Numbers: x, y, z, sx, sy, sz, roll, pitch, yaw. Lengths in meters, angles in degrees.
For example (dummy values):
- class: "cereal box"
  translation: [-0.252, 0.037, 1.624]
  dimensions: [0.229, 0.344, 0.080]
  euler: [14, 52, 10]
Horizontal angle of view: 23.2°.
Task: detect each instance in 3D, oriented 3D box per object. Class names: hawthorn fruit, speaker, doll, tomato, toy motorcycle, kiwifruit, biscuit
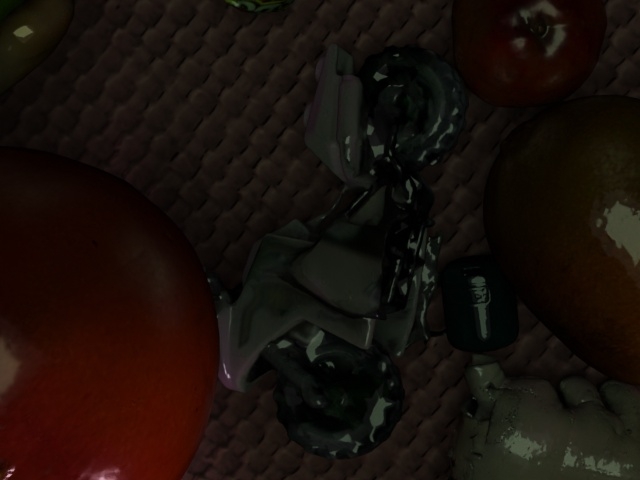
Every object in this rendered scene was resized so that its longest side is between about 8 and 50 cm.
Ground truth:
- class: "hawthorn fruit"
  translation: [0.166, -0.159, 1.212]
  dimensions: [0.125, 0.140, 0.125]
  euler: [-11, 113, -29]
- class: "speaker"
  translation: [0.116, 0.052, 1.281]
  dimensions: [0.094, 0.060, 0.075]
  euler: [0, 100, 36]
- class: "doll"
  translation: [0.185, 0.175, 1.273]
  dimensions: [0.192, 0.095, 0.149]
  euler: [7, 101, -3]
- class: "tomato"
  translation: [-0.228, 0.080, 1.132]
  dimensions: [0.321, 0.321, 0.322]
  euler: [0, 99, 1]
- class: "toy motorcycle"
  translation: [0.000, 0.000, 1.225]
  dimensions: [0.188, 0.143, 0.327]
  euler: [11, 87, 22]
- class: "kiwifruit"
  translation: [0.231, -0.006, 1.196]
  dimensions: [0.234, 0.196, 0.196]
  euler: [40, 97, -3]
- class: "biscuit"
  translation: [-0.276, -0.100, 1.159]
  dimensions: [0.047, 0.164, 0.208]
  euler: [51, 134, -1]

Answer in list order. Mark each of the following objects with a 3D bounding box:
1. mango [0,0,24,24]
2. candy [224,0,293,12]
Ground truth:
- class: "mango"
  translation: [-0.227, -0.270, 1.172]
  dimensions: [0.192, 0.156, 0.343]
  euler: [44, 114, 14]
- class: "candy"
  translation: [-0.102, -0.316, 1.224]
  dimensions: [0.091, 0.083, 0.305]
  euler: [-27, 88, -32]
